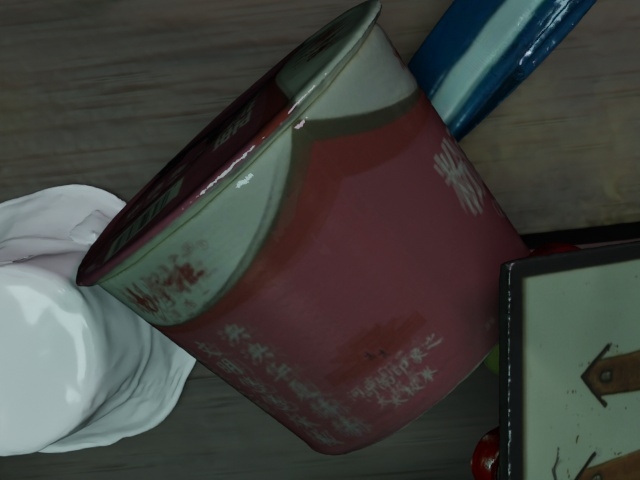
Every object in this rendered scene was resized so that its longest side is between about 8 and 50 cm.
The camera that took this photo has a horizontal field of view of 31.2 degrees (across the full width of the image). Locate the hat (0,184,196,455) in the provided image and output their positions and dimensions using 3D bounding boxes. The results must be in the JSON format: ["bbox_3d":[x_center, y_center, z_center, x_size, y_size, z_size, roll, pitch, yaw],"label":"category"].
[{"bbox_3d":[-0.182,0.066,0.734,0.203,0.126,0.203,1,101,7],"label":"hat"}]

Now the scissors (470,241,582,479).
[{"bbox_3d":[0.187,0.075,0.686,0.248,0.017,0.144,3,102,-42],"label":"scissors"}]

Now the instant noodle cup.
[{"bbox_3d":[0.000,0.000,0.673,0.235,0.235,0.178,-41,104,8],"label":"instant noodle cup"}]

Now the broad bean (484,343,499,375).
[{"bbox_3d":[0.148,0.070,0.755,0.083,0.045,0.063,9,100,-5],"label":"broad bean"}]

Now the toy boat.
[{"bbox_3d":[0.155,-0.182,0.693,0.062,0.096,0.299,42,101,7],"label":"toy boat"}]

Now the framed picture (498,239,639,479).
[{"bbox_3d":[0.227,0.114,0.674,0.324,0.013,0.244,-7,100,-34],"label":"framed picture"}]
